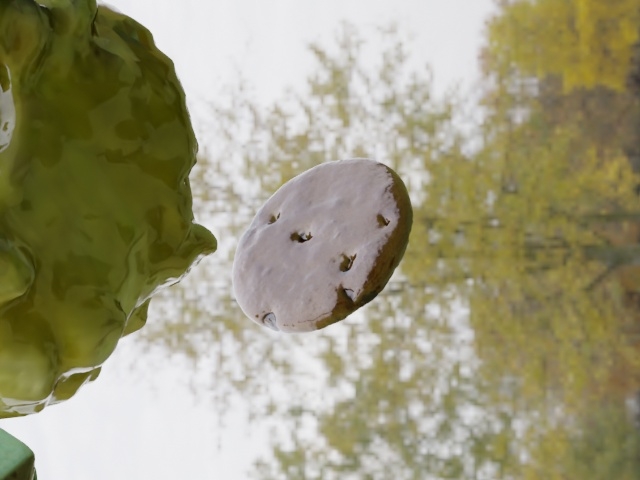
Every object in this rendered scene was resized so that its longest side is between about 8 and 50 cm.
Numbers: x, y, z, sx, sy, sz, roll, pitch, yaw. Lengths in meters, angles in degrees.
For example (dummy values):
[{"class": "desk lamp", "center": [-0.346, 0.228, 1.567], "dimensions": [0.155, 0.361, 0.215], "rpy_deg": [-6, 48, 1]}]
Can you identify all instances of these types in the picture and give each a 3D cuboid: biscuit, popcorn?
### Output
[{"class": "biscuit", "center": [0.000, 0.000, 1.372], "dimensions": [0.036, 0.212, 0.212], "rpy_deg": [49, -142, -41]}, {"class": "popcorn", "center": [-0.183, -0.022, 0.619], "dimensions": [0.192, 0.266, 0.233], "rpy_deg": [-34, 79, 57]}]

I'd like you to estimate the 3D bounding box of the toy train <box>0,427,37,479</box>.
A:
[{"class": "toy train", "center": [-0.248, 0.215, 0.667], "dimensions": [0.326, 0.159, 0.129], "rpy_deg": [-38, -33, -49]}]
